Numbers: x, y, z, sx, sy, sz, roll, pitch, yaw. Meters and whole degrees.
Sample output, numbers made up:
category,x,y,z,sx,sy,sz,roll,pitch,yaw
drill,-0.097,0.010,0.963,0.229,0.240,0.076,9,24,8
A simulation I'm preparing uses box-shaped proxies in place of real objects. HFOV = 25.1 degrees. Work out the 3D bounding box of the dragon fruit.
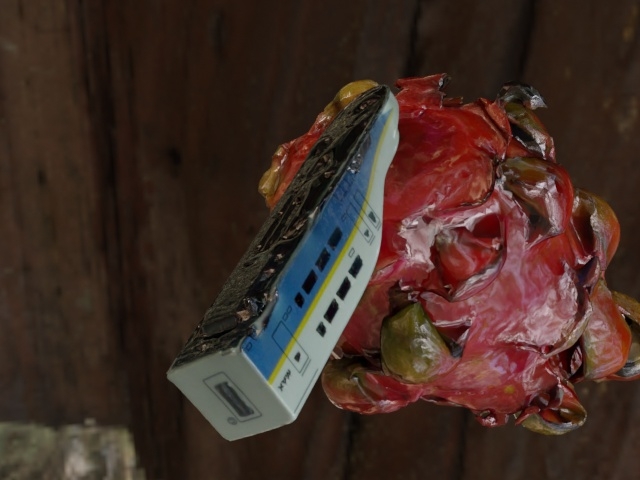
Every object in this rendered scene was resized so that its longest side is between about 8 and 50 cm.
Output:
category,x,y,z,sx,sy,sz,roll,pitch,yaw
dragon fruit,0.101,0.025,0.998,0.243,0.307,0.228,100,7,-69

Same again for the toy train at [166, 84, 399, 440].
category,x,y,z,sx,sy,sz,roll,pitch,yaw
toy train,0.000,0.000,0.726,0.051,0.052,0.234,53,39,-20
